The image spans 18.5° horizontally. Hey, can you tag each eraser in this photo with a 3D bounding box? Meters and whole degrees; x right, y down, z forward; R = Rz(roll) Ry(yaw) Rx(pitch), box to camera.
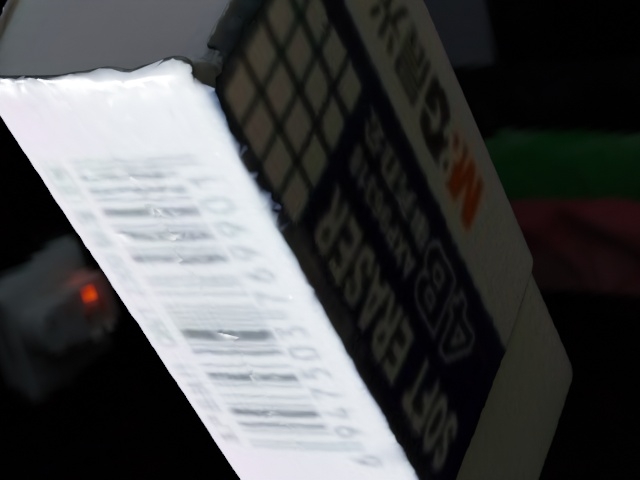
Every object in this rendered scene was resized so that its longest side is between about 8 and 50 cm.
[{"bbox_3d":[0.000,0.000,0.661,0.086,0.287,0.130,0,-131,27],"label":"eraser"}]
